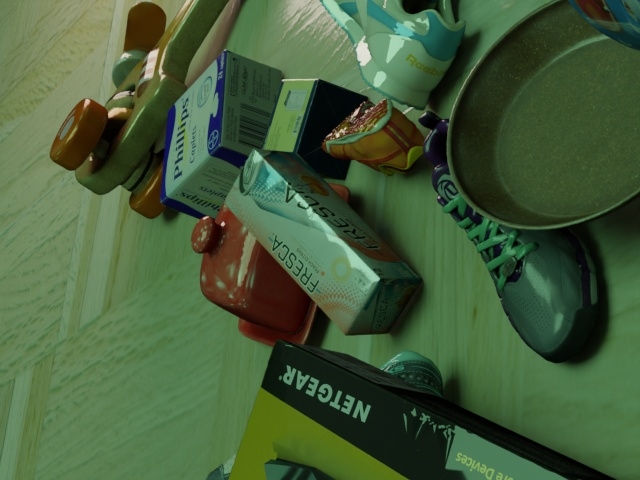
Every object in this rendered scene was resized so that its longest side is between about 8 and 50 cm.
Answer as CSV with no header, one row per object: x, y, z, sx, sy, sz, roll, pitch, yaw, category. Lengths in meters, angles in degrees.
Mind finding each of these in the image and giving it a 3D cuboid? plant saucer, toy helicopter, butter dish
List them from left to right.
-0.178,-0.211,1.888,0.355,0.140,0.235,-56,19,8,toy helicopter
-0.063,0.009,1.483,0.160,0.118,0.160,11,84,64,butter dish
0.180,-0.086,1.102,0.198,0.036,0.198,-21,50,27,plant saucer

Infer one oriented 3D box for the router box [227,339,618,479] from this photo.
0.056,0.228,1.046,0.309,0.081,0.243,21,94,44,router box

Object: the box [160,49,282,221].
-0.105,-0.107,1.693,0.137,0.072,0.126,-40,39,48,box

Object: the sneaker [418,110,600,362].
0.123,-0.004,1.151,0.083,0.098,0.223,-56,30,30,sneaker

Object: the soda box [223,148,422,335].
0.000,0.000,1.354,0.183,0.058,0.063,46,117,32,soda box

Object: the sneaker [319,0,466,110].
0.064,-0.212,1.427,0.092,0.087,0.228,-56,39,26,sneaker

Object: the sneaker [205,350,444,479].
0.007,0.170,1.289,0.283,0.110,0.122,-27,38,46,sneaker

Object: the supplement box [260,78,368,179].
-0.008,-0.105,1.520,0.083,0.056,0.083,11,84,64,supplement box

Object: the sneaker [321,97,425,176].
0.046,-0.081,1.397,0.064,0.067,0.175,-44,10,-2,sneaker

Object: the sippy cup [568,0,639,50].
0.242,-0.196,0.929,0.305,0.240,0.224,-50,15,-6,sippy cup
